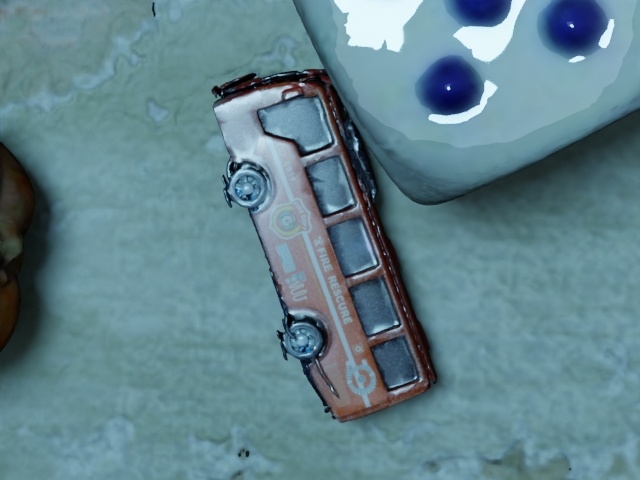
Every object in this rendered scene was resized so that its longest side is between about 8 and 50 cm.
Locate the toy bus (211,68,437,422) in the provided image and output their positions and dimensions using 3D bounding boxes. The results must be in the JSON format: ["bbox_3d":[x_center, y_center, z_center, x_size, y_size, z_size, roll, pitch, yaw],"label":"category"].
[{"bbox_3d":[0.000,0.000,0.834,0.096,0.073,0.234,-18,95,1],"label":"toy bus"}]

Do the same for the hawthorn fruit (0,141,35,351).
[{"bbox_3d":[-0.323,0.000,0.820,0.262,0.210,0.210,-2,98,21],"label":"hawthorn fruit"}]

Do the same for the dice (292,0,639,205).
[{"bbox_3d":[0.097,-0.141,0.734,0.194,0.193,0.191,-29,94,10],"label":"dice"}]
